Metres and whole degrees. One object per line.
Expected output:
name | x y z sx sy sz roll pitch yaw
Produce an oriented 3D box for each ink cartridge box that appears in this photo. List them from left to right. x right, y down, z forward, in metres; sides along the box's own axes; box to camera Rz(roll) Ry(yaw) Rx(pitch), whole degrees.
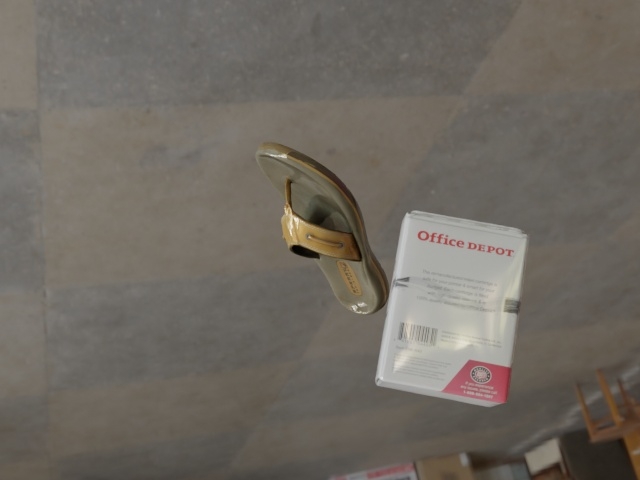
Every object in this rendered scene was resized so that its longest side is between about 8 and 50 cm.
ink cartridge box | 0.164 0.086 1.186 0.159 0.217 0.092 11 166 2

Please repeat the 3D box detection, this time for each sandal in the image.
sandal | 0.000 0.000 0.747 0.072 0.049 0.180 8 136 43
